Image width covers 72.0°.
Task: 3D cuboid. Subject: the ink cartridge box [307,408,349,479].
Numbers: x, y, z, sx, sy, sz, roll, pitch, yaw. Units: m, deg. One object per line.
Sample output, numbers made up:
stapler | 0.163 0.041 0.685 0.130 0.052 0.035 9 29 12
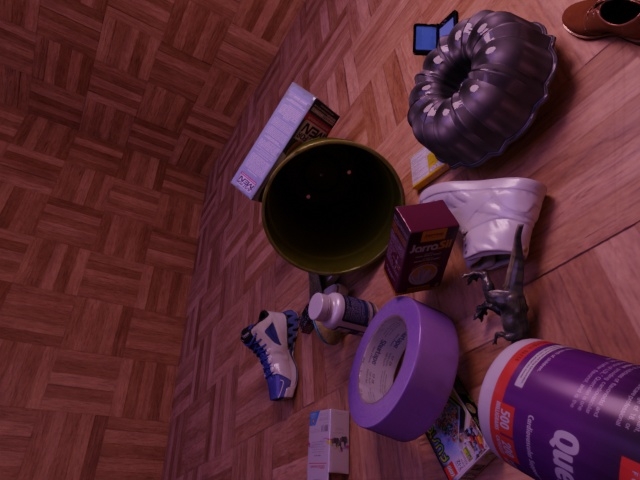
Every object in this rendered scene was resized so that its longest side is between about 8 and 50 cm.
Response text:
ink cartridge box | 0.019 0.525 1.106 0.104 0.062 0.181 -37 42 50

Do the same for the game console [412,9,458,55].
game console | 0.320 -0.579 1.226 0.107 0.071 0.122 -29 50 54

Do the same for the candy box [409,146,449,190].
candy box | 0.299 -0.217 1.083 0.206 0.027 0.105 -37 40 48

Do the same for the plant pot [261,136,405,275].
plant pot | 0.020 -0.146 1.267 0.366 0.367 0.353 -61 17 21

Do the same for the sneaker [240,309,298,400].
sneaker | -0.178 0.364 1.454 0.127 0.182 0.315 -44 37 46

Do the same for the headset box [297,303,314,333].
headset box | -0.041 0.257 1.428 0.083 0.032 0.062 -61 28 22

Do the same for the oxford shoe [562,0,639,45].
oxford shoe | 0.496 -0.398 0.769 0.076 0.076 0.212 -63 26 20

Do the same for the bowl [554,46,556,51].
bowl | 0.413 -0.332 0.910 0.142 0.053 0.142 -67 26 9

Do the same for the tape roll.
tape roll | 0.160 0.256 0.902 0.274 0.090 0.275 -59 13 22

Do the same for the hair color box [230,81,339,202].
hair color box | -0.113 -0.300 1.445 0.113 0.185 0.374 40 103 23

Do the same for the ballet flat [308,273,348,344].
ballet flat | 0.026 0.135 1.300 0.123 0.123 0.348 -52 32 34

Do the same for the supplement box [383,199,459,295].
supplement box | 0.200 0.019 0.899 0.188 0.104 0.080 92 164 -44

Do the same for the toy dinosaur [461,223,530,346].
toy dinosaur | 0.314 0.104 0.772 0.118 0.064 0.268 4 99 61

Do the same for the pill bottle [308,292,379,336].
pill bottle | 0.058 0.186 1.127 0.094 0.169 0.094 -41 40 46

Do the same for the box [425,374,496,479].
box | 0.242 0.333 0.832 0.114 0.036 0.207 -60 29 23

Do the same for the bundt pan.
bundt pan | 0.304 -0.323 0.916 0.331 0.124 0.330 -40 41 46

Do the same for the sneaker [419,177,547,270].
sneaker | 0.291 -0.026 0.887 0.292 0.108 0.169 0 71 61

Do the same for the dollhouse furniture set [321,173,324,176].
dollhouse furniture set | -0.019 -0.291 1.565 0.129 0.184 0.129 7 80 64

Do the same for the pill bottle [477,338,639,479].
pill bottle | 0.359 0.234 0.506 0.323 0.182 0.181 4 77 63
